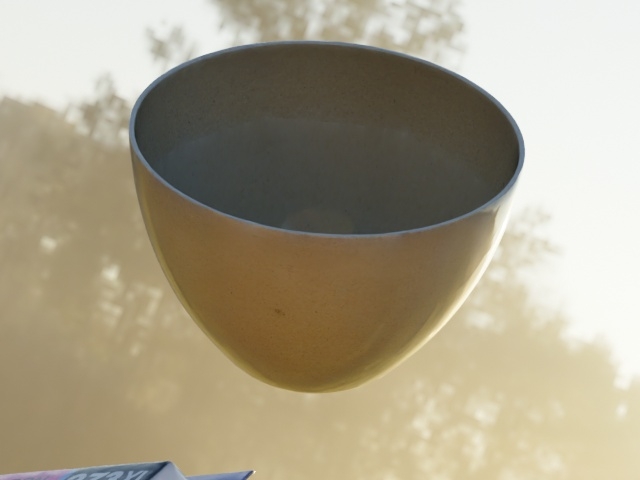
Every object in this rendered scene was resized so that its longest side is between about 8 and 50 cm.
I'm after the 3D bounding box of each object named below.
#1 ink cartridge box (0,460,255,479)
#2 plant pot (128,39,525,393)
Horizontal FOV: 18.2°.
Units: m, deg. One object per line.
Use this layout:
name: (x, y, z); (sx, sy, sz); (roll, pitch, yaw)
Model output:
ink cartridge box: (-0.214, 0.229, 1.373); (0.176, 0.069, 0.371); (-9, 15, 34)
plant pot: (0.000, 0.000, 1.479); (0.284, 0.191, 0.284); (3, 32, -2)
